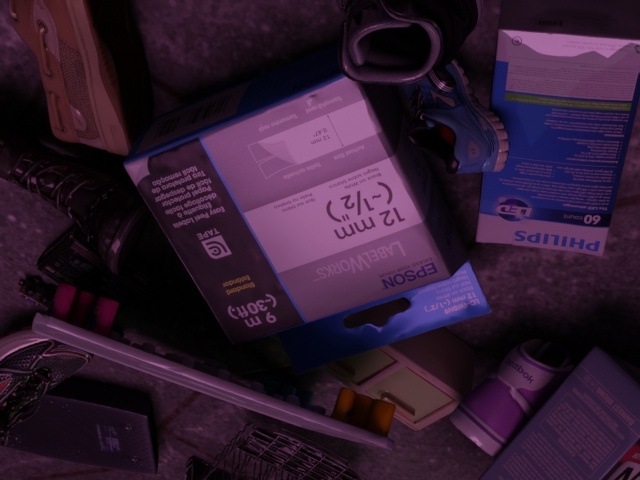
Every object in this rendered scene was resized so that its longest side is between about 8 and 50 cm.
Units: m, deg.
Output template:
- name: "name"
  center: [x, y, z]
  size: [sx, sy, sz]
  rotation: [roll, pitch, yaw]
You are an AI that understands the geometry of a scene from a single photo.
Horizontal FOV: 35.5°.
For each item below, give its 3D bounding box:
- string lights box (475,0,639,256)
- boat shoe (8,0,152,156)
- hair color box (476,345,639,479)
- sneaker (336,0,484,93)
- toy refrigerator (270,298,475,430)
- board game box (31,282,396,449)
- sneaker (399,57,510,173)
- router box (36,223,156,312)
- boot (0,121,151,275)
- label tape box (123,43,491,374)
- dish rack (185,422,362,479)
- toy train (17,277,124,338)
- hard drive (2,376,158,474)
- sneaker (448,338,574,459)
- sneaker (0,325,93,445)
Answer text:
- name: "string lights box"
  center: [0.228, -0.107, 0.968]
  size: [0.133, 0.077, 0.260]
  rotation: [7, 135, 9]
- name: "boat shoe"
  center: [-0.243, -0.216, 0.952]
  size: [0.110, 0.122, 0.341]
  rotation: [6, 136, 8]
- name: "hair color box"
  center: [0.272, 0.313, 1.171]
  size: [0.185, 0.113, 0.374]
  rotation: [24, 109, -47]
- name: "sneaker"
  center: [0.027, -0.232, 0.843]
  size: [0.268, 0.153, 0.101]
  rotation: [34, 132, -18]
- name: "toy refrigerator"
  center: [0.056, 0.122, 1.224]
  size: [0.269, 0.094, 0.102]
  rotation: [35, 132, -20]
- name: "board game box"
  center: [-0.144, 0.148, 1.181]
  size: [0.390, 0.050, 0.390]
  rotation: [22, 168, -13]
- name: "sneaker"
  center: [0.108, -0.123, 0.938]
  size: [0.073, 0.162, 0.063]
  rotation: [-18, 141, -22]
- name: "router box"
  center: [-0.284, 0.036, 1.268]
  size: [0.122, 0.038, 0.092]
  rotation: [38, 132, -23]
- name: "boot"
  center: [-0.295, -0.063, 1.050]
  size: [0.229, 0.263, 0.091]
  rotation: [26, 96, -17]
- name: "label tape box"
  center: [0.000, 0.000, 1.023]
  size: [0.249, 0.115, 0.348]
  rotation: [-19, 114, 19]
- name: "dish rack"
  center: [-0.071, 0.356, 1.507]
  size: [0.208, 0.074, 0.271]
  rotation: [28, 132, -15]
- name: "toy train"
  center: [-0.338, 0.097, 1.352]
  size: [0.158, 0.027, 0.036]
  rotation: [33, 143, -18]
- name: "hard drive"
  center: [-0.369, 0.273, 1.511]
  size: [0.254, 0.054, 0.172]
  rotation: [8, 135, 7]
- name: "sneaker"
  center: [0.272, 0.213, 1.254]
  size: [0.102, 0.161, 0.282]
  rotation: [38, 177, 29]
- name: "sneaker"
  center: [-0.439, 0.221, 1.372]
  size: [0.299, 0.112, 0.121]
  rotation: [-31, 144, -1]
